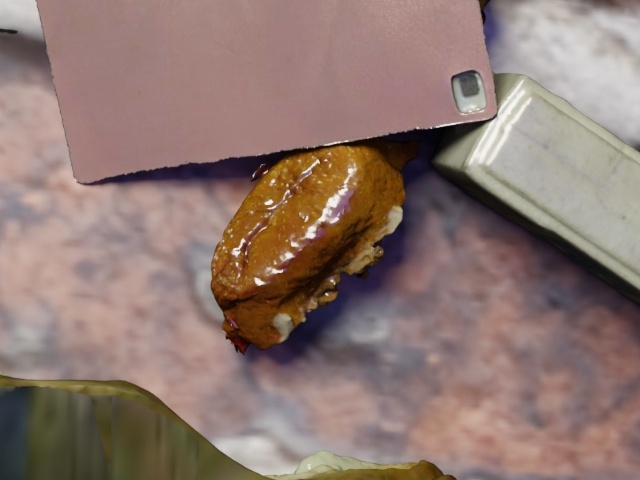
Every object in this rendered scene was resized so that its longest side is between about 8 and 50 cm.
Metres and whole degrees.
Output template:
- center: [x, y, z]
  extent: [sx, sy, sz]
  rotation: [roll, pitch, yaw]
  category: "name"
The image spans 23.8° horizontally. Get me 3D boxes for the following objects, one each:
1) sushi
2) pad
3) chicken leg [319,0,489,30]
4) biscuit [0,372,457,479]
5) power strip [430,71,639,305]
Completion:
- center: [-0.002, -0.002, 0.652]
  extent: [0.118, 0.061, 0.060]
  rotation: [-38, 141, 11]
  category: "sushi"
- center: [-0.027, -0.091, 0.625]
  extent: [0.188, 0.006, 0.113]
  rotation: [-8, 102, 15]
  category: "pad"
- center: [-0.009, -0.151, 0.640]
  extent: [0.198, 0.069, 0.085]
  rotation: [32, 111, -3]
  category: "chicken leg"
- center: [-0.079, 0.156, 0.585]
  extent: [0.335, 0.078, 0.329]
  rotation: [-32, 87, -31]
  category: "biscuit"
- center: [0.164, 0.014, 0.665]
  extent: [0.272, 0.078, 0.052]
  rotation: [34, 90, -10]
  category: "power strip"
